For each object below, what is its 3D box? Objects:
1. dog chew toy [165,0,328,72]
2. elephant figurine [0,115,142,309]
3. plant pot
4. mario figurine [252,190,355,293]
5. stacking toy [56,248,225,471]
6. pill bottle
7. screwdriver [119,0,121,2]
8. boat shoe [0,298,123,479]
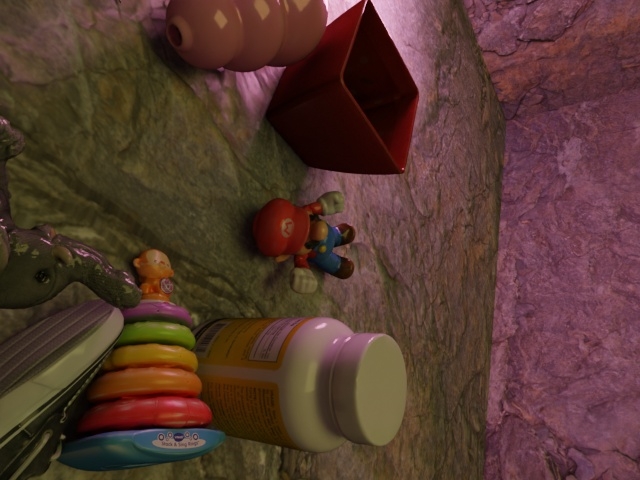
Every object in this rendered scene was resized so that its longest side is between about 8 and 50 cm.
[{"bbox_3d":[-0.134,-0.402,0.810,0.332,0.207,0.206,-40,116,-41],"label":"dog chew toy"},{"bbox_3d":[-0.340,0.007,0.456,0.169,0.186,0.239,-46,114,-74],"label":"elephant figurine"},{"bbox_3d":[0.043,-0.304,0.996,0.267,0.236,0.267,45,50,-40],"label":"plant pot"},{"bbox_3d":[0.000,0.000,0.929,0.198,0.170,0.320,57,18,25],"label":"mario figurine"},{"bbox_3d":[-0.235,0.146,0.626,0.175,0.166,0.301,26,49,-46],"label":"stacking toy"},{"bbox_3d":[-0.051,0.211,0.683,0.188,0.334,0.187,13,74,-53],"label":"pill bottle"},{"bbox_3d":[-0.337,-0.445,0.671,0.025,0.024,0.169,-36,116,-20],"label":"screwdriver"},{"bbox_3d":[-0.342,0.207,0.486,0.335,0.121,0.119,-48,131,-34],"label":"boat shoe"}]
